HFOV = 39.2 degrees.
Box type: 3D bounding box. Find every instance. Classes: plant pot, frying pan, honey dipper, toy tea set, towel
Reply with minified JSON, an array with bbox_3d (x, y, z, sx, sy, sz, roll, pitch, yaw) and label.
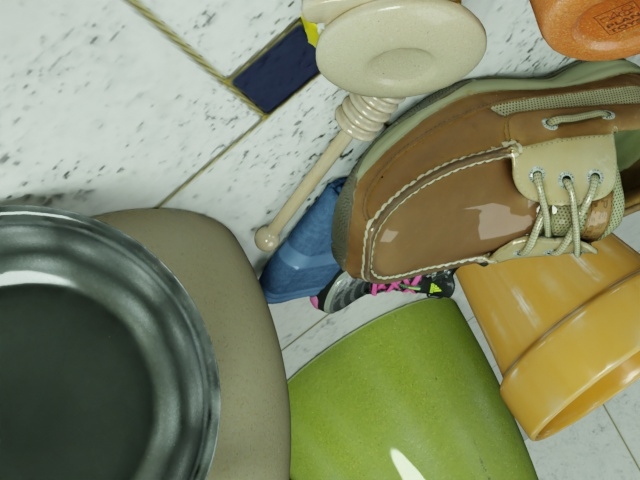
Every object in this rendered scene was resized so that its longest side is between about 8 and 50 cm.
[{"bbox_3d":[0.231,0.057,0.868,0.205,0.188,0.205,-29,156,-14],"label":"plant pot"},{"bbox_3d":[0.119,0.260,0.972,0.274,0.293,0.275,-28,155,-14],"label":"plant pot"},{"bbox_3d":[-0.084,0.092,0.435,0.326,0.197,0.053,10,164,-5],"label":"frying pan"},{"bbox_3d":[-0.001,-0.044,0.580,0.030,0.030,0.161,-9,147,-44],"label":"honey dipper"},{"bbox_3d":[-0.128,0.144,0.569,0.284,0.191,0.284,-29,155,-15],"label":"plant pot"},{"bbox_3d":[0.076,-0.187,0.358,0.200,0.124,0.336,-5,159,5],"label":"toy tea set"},{"bbox_3d":[0.000,0.000,0.662,0.067,0.029,0.119,-8,145,-46],"label":"towel"}]

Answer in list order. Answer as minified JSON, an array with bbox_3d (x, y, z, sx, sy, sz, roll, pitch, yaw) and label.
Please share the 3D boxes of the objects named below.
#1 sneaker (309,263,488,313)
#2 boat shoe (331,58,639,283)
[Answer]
[{"bbox_3d":[0.074,0.022,0.740,0.170,0.075,0.063,-28,155,-15],"label":"sneaker"},{"bbox_3d":[0.159,-0.049,0.633,0.324,0.120,0.123,-24,135,-29],"label":"boat shoe"}]
